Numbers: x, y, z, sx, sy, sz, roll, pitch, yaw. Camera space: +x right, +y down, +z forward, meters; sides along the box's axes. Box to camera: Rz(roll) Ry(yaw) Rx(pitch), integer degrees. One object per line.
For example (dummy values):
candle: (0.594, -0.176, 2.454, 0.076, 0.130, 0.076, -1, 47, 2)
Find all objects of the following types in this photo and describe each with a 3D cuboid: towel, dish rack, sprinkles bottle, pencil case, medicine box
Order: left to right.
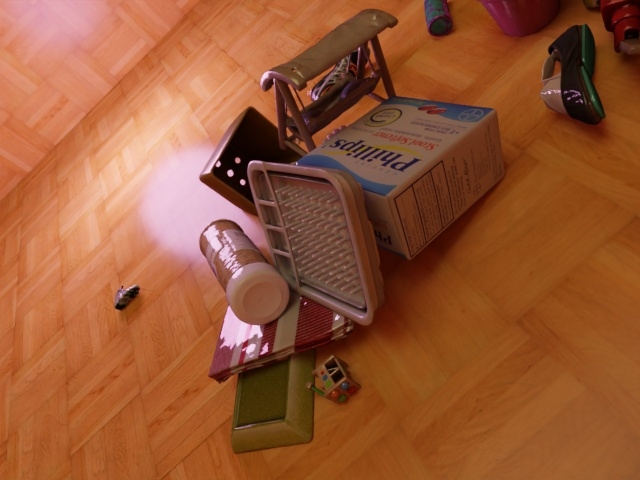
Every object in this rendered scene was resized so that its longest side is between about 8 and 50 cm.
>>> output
sprinkles bottle: (-0.182, 0.057, 1.128, 0.121, 0.121, 0.355, -48, 31, -1)
towel: (-0.073, 0.151, 1.043, 0.329, 0.037, 0.237, -24, 32, 21)
dish rack: (-0.005, -0.014, 0.923, 0.073, 0.285, 0.333, -25, 23, -27)
medicine box: (0.152, -0.137, 0.965, 0.289, 0.149, 0.264, -38, 38, -22)
pencil case: (0.309, -0.601, 1.313, 0.070, 0.065, 0.151, -41, 36, 46)

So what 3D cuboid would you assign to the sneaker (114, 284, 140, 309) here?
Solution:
sneaker: (-0.576, 0.152, 1.484, 0.098, 0.038, 0.069, -41, 43, 6)

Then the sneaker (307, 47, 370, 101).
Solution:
sneaker: (0.061, -0.451, 1.397, 0.215, 0.084, 0.083, -44, 44, 17)

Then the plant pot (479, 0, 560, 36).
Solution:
plant pot: (0.433, -0.558, 1.093, 0.202, 0.180, 0.201, -21, 48, 26)

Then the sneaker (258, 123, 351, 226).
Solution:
sneaker: (-0.007, -0.128, 1.165, 0.330, 0.130, 0.147, -42, 40, 6)

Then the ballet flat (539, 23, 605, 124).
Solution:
ballet flat: (0.469, -0.297, 0.941, 0.096, 0.095, 0.280, -20, 37, 40)

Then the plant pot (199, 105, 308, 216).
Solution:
plant pot: (-0.197, -0.190, 1.324, 0.187, 0.212, 0.212, -1, 59, 54)

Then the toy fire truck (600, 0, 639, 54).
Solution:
toy fire truck: (0.606, -0.396, 0.867, 0.217, 0.159, 0.246, -3, 69, 37)

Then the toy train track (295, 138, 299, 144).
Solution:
toy train track: (-0.079, -0.291, 1.433, 0.083, 0.014, 0.048, -11, 53, 34)

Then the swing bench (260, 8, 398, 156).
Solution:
swing bench: (0.026, -0.320, 1.056, 0.253, 0.254, 0.165, -38, 53, -17)

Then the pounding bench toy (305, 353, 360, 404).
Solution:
pounding bench toy: (0.018, 0.262, 0.902, 0.083, 0.052, 0.065, -42, 42, 6)

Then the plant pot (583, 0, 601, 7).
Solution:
plant pot: (0.596, -0.614, 0.976, 0.228, 0.227, 0.207, -11, 59, 32)

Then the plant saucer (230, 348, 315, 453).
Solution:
plant saucer: (-0.102, 0.301, 0.976, 0.189, 0.045, 0.188, -20, 48, 26)
